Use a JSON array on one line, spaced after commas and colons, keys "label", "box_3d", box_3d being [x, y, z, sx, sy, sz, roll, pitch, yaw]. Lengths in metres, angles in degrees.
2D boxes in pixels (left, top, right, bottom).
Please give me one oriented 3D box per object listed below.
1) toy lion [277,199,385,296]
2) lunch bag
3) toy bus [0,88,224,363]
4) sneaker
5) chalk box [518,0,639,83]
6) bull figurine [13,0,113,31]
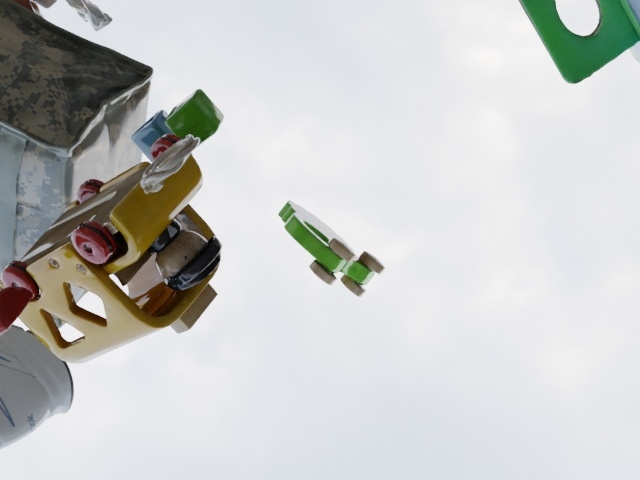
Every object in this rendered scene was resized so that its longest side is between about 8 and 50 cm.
[{"label": "toy lion", "box_3d": [0.000, 0.000, 1.345, 0.096, 0.034, 0.100, 43, -172, 24]}, {"label": "lunch bag", "box_3d": [-0.316, -0.095, 1.545, 0.287, 0.235, 0.169, 27, -135, 14]}, {"label": "toy bus", "box_3d": [-0.116, 0.012, 1.079, 0.104, 0.191, 0.202, 48, -171, -15]}, {"label": "sneaker", "box_3d": [-0.413, 0.114, 1.852, 0.297, 0.111, 0.129, 34, -133, 15]}, {"label": "chalk box", "box_3d": [0.200, -0.164, 0.873, 0.213, 0.132, 0.132, -31, -165, 3]}, {"label": "bull figurine", "box_3d": [-0.308, -0.290, 1.755, 0.101, 0.188, 0.310, -35, -162, 4]}]
